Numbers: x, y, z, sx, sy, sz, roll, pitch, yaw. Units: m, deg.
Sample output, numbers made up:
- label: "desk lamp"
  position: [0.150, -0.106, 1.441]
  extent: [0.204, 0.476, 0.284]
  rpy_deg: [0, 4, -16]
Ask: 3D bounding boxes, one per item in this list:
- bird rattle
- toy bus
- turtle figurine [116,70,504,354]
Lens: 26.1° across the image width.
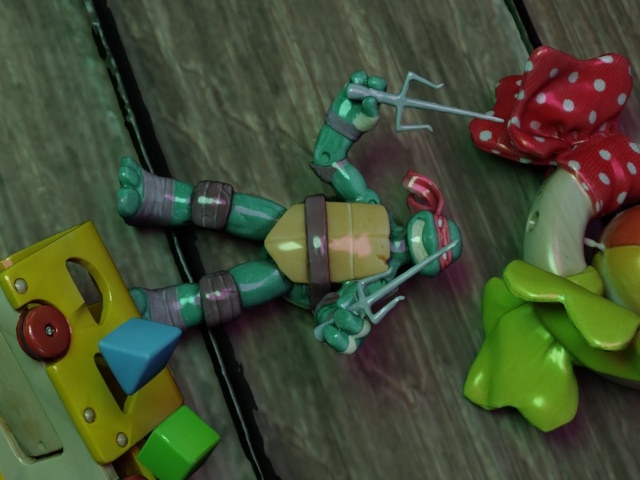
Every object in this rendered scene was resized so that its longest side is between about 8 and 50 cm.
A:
- label: "bird rattle"
  position: [0.185, 0.004, 0.893]
  extent: [0.207, 0.143, 0.254]
  rpy_deg: [22, 55, -19]
- label: "toy bus"
  position: [-0.128, 0.090, 0.753]
  extent: [0.191, 0.202, 0.104]
  rpy_deg: [28, 35, 19]
- label: "turtle figurine"
  position: [0.000, 0.000, 0.826]
  extent: [0.234, 0.118, 0.175]
  rpy_deg: [-6, 59, 0]
